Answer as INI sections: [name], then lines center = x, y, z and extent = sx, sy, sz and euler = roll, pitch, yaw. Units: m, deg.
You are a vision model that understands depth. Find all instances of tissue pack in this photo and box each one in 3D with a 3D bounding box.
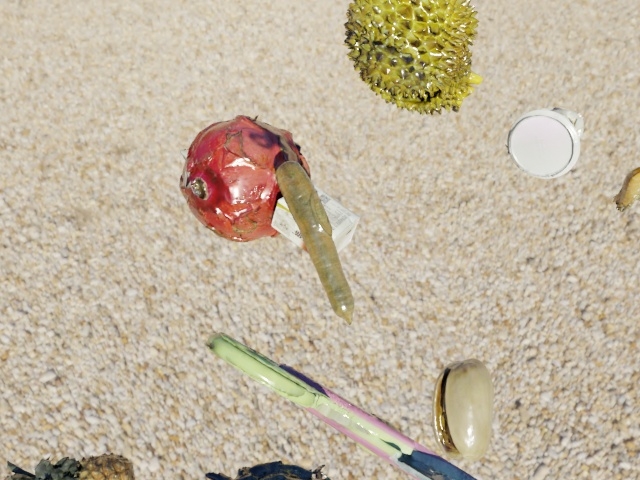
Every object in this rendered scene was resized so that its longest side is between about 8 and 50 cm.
[tissue pack]
center = -0.012, -0.038, 1.441
extent = 0.149, 0.099, 0.106
euler = 37, 49, 15

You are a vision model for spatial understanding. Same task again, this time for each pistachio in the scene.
[pistachio]
center = 0.296, 0.345, 1.389
extent = 0.131, 0.129, 0.206
euler = 7, 78, -20

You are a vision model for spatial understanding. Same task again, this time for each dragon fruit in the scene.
[dragon fruit]
center = -0.171, -0.140, 1.572
extent = 0.296, 0.295, 0.302
euler = 30, 25, 24

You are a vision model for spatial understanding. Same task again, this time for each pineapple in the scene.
[pineapple]
center = -0.513, 0.495, 1.380
extent = 0.248, 0.128, 0.128
euler = 14, 40, -29

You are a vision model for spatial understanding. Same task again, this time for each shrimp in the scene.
[shrimp]
center = 0.628, -0.104, 1.282
extent = 0.124, 0.178, 0.034
euler = -7, 63, 6

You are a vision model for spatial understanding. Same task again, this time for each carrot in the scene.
[carrot]
center = -0.001, 0.000, 1.306
extent = 0.070, 0.070, 0.342
euler = -19, 78, -19

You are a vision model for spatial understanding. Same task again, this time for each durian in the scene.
[durian]
center = 0.166, -0.369, 1.271
extent = 0.258, 0.293, 0.258
euler = -19, 50, 25

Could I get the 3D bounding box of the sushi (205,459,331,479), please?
[sushi]
center = -0.091, 0.352, 0.836
extent = 0.287, 0.149, 0.140
euler = 9, 66, -44

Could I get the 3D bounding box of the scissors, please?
[scissors]
center = 0.027, 0.102, 0.362
extent = 0.187, 0.133, 0.020
euler = 29, 81, 9

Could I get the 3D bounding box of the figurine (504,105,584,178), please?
[figurine]
center = 0.425, -0.196, 1.238
extent = 0.132, 0.132, 0.154
euler = 27, 39, 22
